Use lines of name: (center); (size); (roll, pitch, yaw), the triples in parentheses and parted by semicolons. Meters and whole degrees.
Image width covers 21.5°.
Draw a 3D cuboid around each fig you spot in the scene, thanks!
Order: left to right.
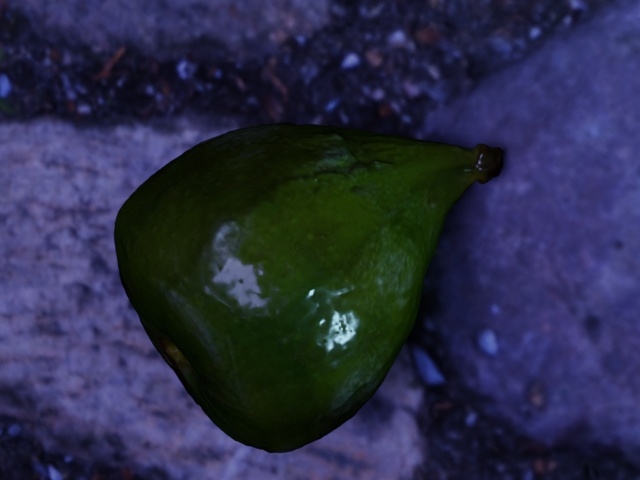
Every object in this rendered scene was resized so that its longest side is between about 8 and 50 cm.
fig: (0.000, 0.000, 1.050); (0.235, 0.203, 0.203); (-37, 71, -14)
